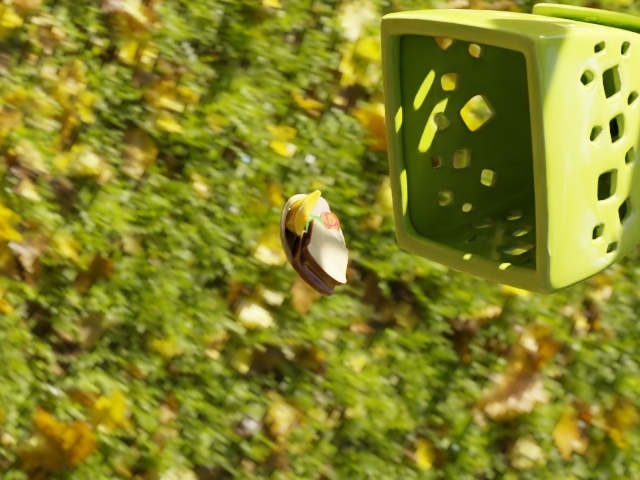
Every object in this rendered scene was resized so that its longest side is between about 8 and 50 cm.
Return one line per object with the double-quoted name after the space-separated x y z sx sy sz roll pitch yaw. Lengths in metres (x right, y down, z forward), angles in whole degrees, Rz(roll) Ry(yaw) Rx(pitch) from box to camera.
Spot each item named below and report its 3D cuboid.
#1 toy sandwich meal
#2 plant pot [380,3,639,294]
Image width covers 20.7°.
0.000 0.000 1.365 0.086 0.029 0.085 28 52 -42 "toy sandwich meal"
0.203 -0.097 1.558 0.207 0.227 0.228 -13 108 -31 "plant pot"
